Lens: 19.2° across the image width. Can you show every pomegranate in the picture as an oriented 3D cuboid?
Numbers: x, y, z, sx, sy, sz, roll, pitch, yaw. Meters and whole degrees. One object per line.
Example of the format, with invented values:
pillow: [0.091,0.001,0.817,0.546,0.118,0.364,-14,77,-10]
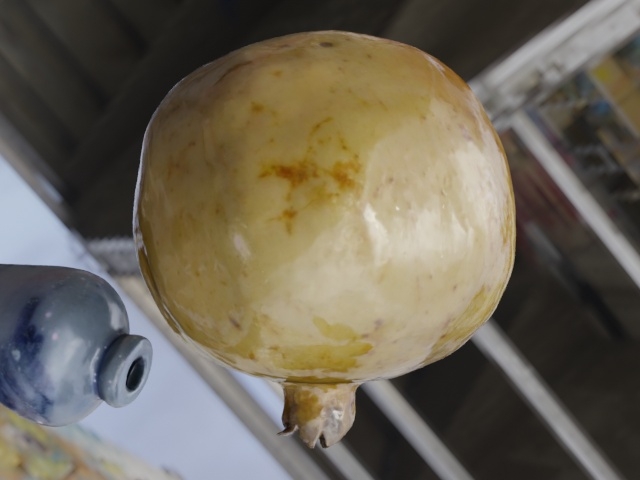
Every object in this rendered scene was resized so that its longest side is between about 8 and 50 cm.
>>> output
pomegranate: [0.000,0.000,1.570,0.342,0.342,0.342,-37,-164,13]

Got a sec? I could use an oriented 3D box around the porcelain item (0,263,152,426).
porcelain item: [-0.274,0.078,1.691,0.259,0.141,0.141,19,-131,21]
